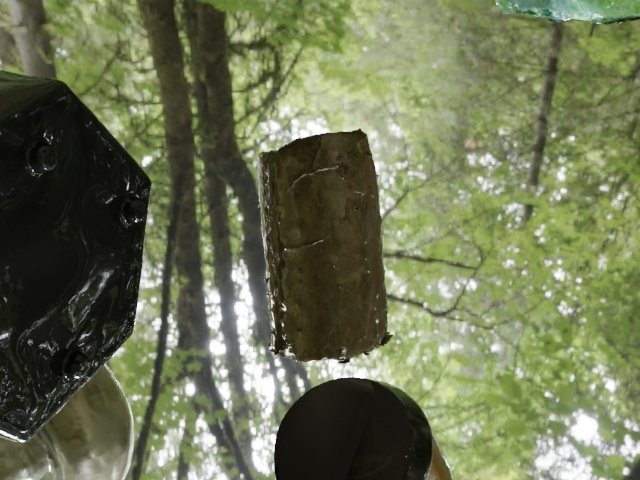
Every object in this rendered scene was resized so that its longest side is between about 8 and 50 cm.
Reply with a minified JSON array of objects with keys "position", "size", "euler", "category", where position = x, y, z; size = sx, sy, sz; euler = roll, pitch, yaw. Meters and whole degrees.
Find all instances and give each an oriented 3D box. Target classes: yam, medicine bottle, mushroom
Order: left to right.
[{"position":[-0.357,0.240,1.010],"size":[0.243,0.243,0.243],"euler":[1,-144,-1],"category":"mushroom"},{"position":[0.001,0.000,0.868],"size":[0.128,0.238,0.129],"euler":[5,-162,40],"category":"yam"},{"position":[0.099,0.391,1.251],"size":[0.242,0.395,0.242],"euler":[-15,-132,17],"category":"medicine bottle"}]

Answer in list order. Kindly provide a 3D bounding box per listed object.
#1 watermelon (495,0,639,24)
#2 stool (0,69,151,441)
[{"position":[0.272,-0.372,0.765],"size":[0.264,0.302,0.151],"euler":[3,168,33],"category":"watermelon"},{"position":[-0.221,0.006,0.518],"size":[0.141,0.232,0.232],"euler":[11,-143,24],"category":"stool"}]
